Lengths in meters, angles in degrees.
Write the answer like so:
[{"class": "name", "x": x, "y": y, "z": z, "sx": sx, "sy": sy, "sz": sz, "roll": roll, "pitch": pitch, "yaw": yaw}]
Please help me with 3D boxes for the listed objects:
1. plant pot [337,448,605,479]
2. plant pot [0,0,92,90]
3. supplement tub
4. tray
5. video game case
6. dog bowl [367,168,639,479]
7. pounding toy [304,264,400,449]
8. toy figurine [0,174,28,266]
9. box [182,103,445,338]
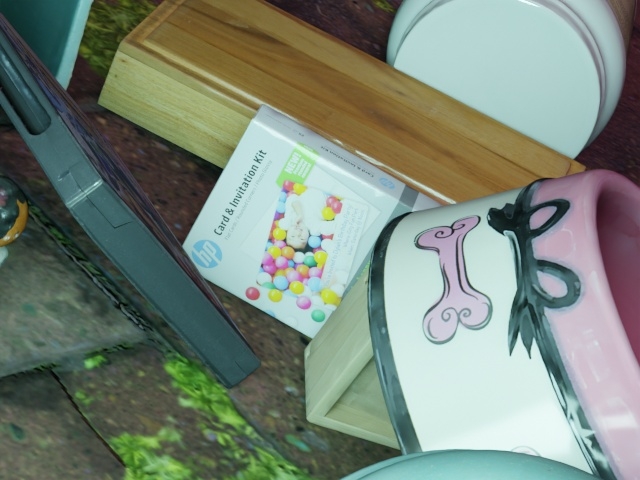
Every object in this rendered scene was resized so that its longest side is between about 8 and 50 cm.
[{"class": "plant pot", "x": 0.096, "y": 0.238, "z": 0.929, "sx": 0.293, "sy": 0.196, "sz": 0.293, "roll": 3, "pitch": 75, "yaw": -10}, {"class": "plant pot", "x": -0.334, "y": -0.279, "z": 1.494, "sx": 0.248, "sy": 0.247, "sz": 0.252, "roll": 8, "pitch": 17, "yaw": -36}, {"class": "supplement tub", "x": 0.196, "y": -0.205, "z": 1.866, "sx": 0.235, "sy": 0.235, "sz": 0.325, "roll": 30, "pitch": 28, "yaw": -2}, {"class": "tray", "x": 0.028, "y": -0.096, "z": 1.658, "sx": 0.411, "sy": 0.076, "sz": 0.203, "roll": 27, "pitch": 31, "yaw": 4}, {"class": "video game case", "x": -0.160, "y": -0.043, "z": 1.313, "sx": 0.248, "sy": 0.035, "sz": 0.275, "roll": 53, "pitch": -1, "yaw": 36}, {"class": "dog bowl", "x": 0.207, "y": 0.130, "z": 1.243, "sx": 0.408, "sy": 0.150, "sz": 0.408, "roll": 46, "pitch": 27, "yaw": -32}, {"class": "pounding toy", "x": 0.070, "y": 0.092, "z": 1.395, "sx": 0.141, "sy": 0.130, "sz": 0.100, "roll": 19, "pitch": 42, "yaw": -20}, {"class": "toy figurine", "x": -0.306, "y": -0.036, "z": 1.202, "sx": 0.213, "sy": 0.148, "sz": 0.209, "roll": 6, "pitch": 36, "yaw": -38}, {"class": "box", "x": 0.000, "y": 0.000, "z": 1.441, "sx": 0.186, "sy": 0.145, "sz": 0.038, "roll": 30, "pitch": 27, "yaw": -1}]
